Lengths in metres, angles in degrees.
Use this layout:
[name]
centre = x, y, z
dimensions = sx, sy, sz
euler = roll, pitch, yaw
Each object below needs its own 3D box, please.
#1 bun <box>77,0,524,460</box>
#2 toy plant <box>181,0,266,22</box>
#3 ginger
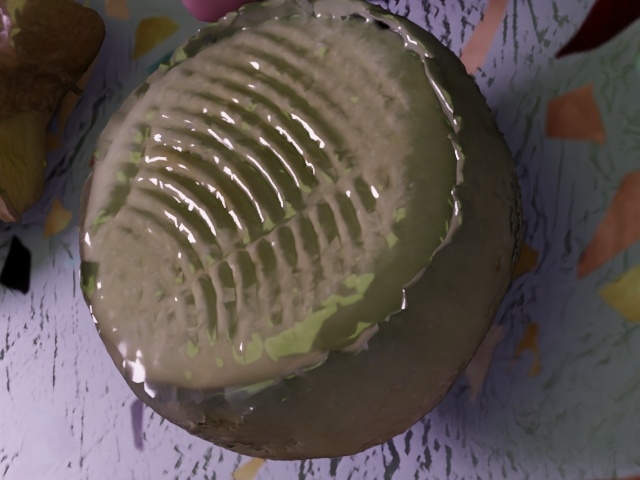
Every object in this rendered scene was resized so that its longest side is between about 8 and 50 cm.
[bun]
centre = 0.000, 0.000, 0.891
dimensions = 0.259, 0.152, 0.259
euler = -12, 60, 22
[toy plant]
centre = 0.046, -0.284, 0.922
dimensions = 0.356, 0.210, 0.317
euler = -25, 60, 13
[ginger]
centre = -0.265, -0.077, 1.125
dimensions = 0.219, 0.123, 0.270
euler = 30, 94, 36
